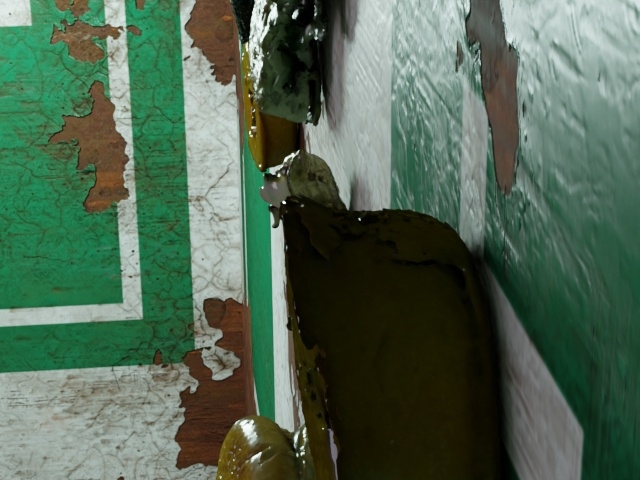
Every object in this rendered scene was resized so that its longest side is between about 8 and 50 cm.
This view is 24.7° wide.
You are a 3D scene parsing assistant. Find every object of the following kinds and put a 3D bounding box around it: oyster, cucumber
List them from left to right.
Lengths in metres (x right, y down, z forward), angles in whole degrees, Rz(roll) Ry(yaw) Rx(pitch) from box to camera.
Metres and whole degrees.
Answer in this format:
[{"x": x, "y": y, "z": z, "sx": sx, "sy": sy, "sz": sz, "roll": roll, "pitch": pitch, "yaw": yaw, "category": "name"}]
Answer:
[{"x": -0.104, "y": -0.333, "z": 2.046, "sx": 0.257, "sy": 0.043, "sz": 0.044, "roll": 81, "pitch": 178, "yaw": -71, "category": "cucumber"}, {"x": -0.001, "y": 0.002, "z": 1.411, "sx": 0.133, "sy": 0.072, "sz": 0.209, "roll": -138, "pitch": 26, "yaw": -73, "category": "oyster"}]

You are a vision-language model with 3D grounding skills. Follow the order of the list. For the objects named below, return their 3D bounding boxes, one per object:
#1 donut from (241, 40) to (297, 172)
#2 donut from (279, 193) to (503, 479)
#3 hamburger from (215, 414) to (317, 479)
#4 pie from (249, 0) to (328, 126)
[{"x": -0.064, "y": -0.181, "z": 1.940, "sx": 0.178, "sy": 0.065, "sz": 0.162, "roll": 97, "pitch": 164, "yaw": -56, "category": "donut"}, {"x": 0.041, "y": 0.105, "z": 0.845, "sx": 0.272, "sy": 0.107, "sz": 0.272, "roll": 173, "pitch": 90, "yaw": -88, "category": "donut"}, {"x": -0.012, "y": 0.235, "z": 1.237, "sx": 0.283, "sy": 0.143, "sz": 0.157, "roll": -111, "pitch": 29, "yaw": -68, "category": "hamburger"}, {"x": -0.031, "y": -0.286, "z": 1.486, "sx": 0.371, "sy": 0.078, "sz": 0.297, "roll": 107, "pitch": 159, "yaw": -70, "category": "pie"}]
